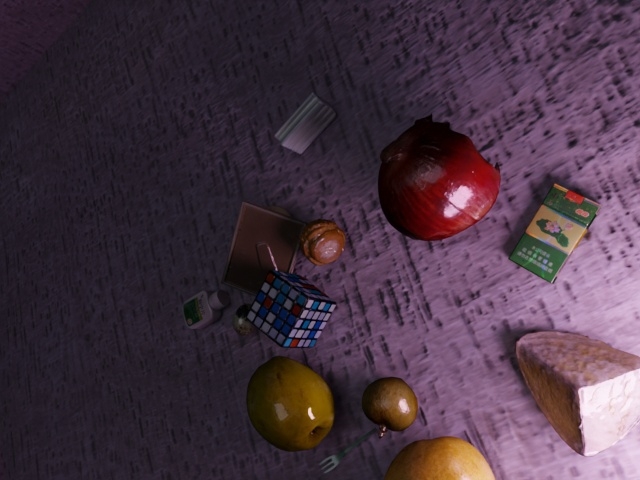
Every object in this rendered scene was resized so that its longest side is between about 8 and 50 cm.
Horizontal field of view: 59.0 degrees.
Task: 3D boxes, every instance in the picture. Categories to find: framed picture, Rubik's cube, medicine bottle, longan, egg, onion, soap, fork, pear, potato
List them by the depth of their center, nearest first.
[{"bbox_3d":[0.633,0.350,1.382,0.264,0.211,0.189,-136,31,-62],"label":"potato"},{"bbox_3d":[0.301,0.657,1.418,0.314,0.314,0.314,-6,79,32],"label":"pear"},{"bbox_3d":[0.306,-0.149,1.539,0.341,0.341,0.341,-6,79,32],"label":"onion"},{"bbox_3d":[0.193,0.473,1.601,0.155,0.145,0.176,2,57,48],"label":"longan"},{"bbox_3d":[0.090,0.636,1.721,0.235,0.021,0.039,-42,67,19],"label":"fork"},{"bbox_3d":[-0.099,0.495,1.734,0.307,0.253,0.253,44,106,37],"label":"pear"},{"bbox_3d":[-0.092,0.222,1.806,0.182,0.187,0.184,33,97,33],"label":"Rubik's cube"},{"bbox_3d":[-0.192,0.046,1.890,0.232,0.024,0.315,21,109,6],"label":"framed picture"},{"bbox_3d":[-0.049,-0.394,1.917,0.198,0.119,0.066,-44,62,19],"label":"soap"},{"bbox_3d":[-0.262,0.274,1.965,0.085,0.085,0.110,7,79,33],"label":"egg"},{"bbox_3d":[-0.422,0.247,2.081,0.183,0.069,0.119,-29,65,24],"label":"medicine bottle"}]

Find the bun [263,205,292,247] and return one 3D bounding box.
[{"bbox_3d":[-0.190,-0.016,1.942,0.222,0.127,0.222,-7,77,29],"label":"bun"}]

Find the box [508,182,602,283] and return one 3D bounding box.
[{"bbox_3d":[0.613,-0.019,1.484,0.132,0.034,0.235,35,101,32],"label":"box"}]

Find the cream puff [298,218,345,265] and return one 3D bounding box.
[{"bbox_3d":[0.000,0.000,1.804,0.115,0.150,0.165,48,146,40],"label":"cream puff"}]
